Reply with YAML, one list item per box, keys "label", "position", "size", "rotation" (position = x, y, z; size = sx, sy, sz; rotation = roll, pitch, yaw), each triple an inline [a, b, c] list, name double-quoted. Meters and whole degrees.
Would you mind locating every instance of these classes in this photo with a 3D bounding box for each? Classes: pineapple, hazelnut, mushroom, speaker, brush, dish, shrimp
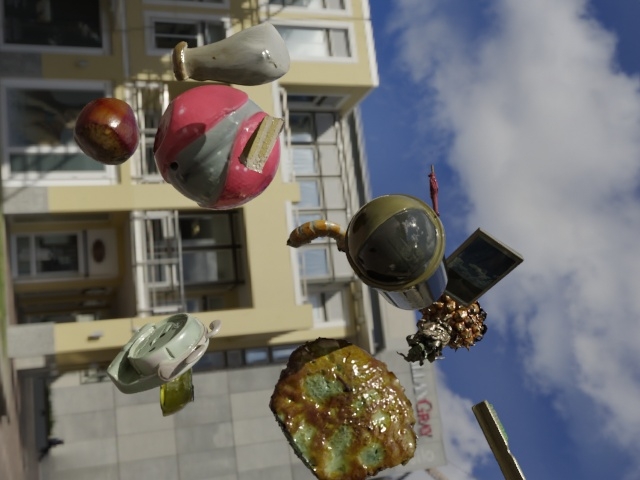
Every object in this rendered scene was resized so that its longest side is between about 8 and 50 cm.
- label: "pineapple"
  position: [0.379, 0.304, 2.420]
  size: [0.263, 0.272, 0.262]
  rotation: [20, -56, 32]
- label: "hazelnut"
  position: [-0.628, -0.333, 2.185]
  size: [0.208, 0.208, 0.208]
  rotation: [177, -90, -70]
- label: "mushroom"
  position: [-0.171, -0.346, 1.418]
  size: [0.093, 0.225, 0.116]
  rotation: [81, -7, -80]
- label: "speaker"
  position: [-0.233, -0.208, 1.691]
  size: [0.294, 0.294, 0.294]
  rotation: [177, -90, -70]
- label: "brush"
  position: [0.493, 0.568, 1.970]
  size: [0.054, 0.048, 0.282]
  rotation: [-38, -120, 29]
- label: "dish"
  position: [-0.353, 0.358, 1.806]
  size: [0.207, 0.080, 0.148]
  rotation: [126, -39, -75]
- label: "shrimp"
  position: [0.000, 0.000, 2.040]
  size: [0.161, 0.166, 0.049]
  rotation: [-26, -129, 22]

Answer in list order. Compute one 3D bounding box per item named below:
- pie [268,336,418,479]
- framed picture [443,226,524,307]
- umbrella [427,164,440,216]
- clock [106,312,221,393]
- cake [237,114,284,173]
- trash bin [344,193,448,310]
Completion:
- label: "pie"
  position: [0.054, 0.389, 1.669]
  size: [0.354, 0.288, 0.103]
  rotation: [51, -17, 13]
- label: "framed picture"
  position: [0.472, 0.088, 2.262]
  size: [0.260, 0.189, 0.023]
  rotation: [-46, -158, 30]
- label: "umbrella"
  position: [0.338, -0.144, 2.177]
  size: [0.025, 0.027, 0.165]
  rotation: [24, 61, -82]
- label: "clock"
  position: [-0.263, 0.186, 1.262]
  size: [0.062, 0.191, 0.151]
  rotation: [60, 30, -19]
- label: "cake"
  position: [-0.122, -0.206, 1.508]
  size: [0.121, 0.052, 0.065]
  rotation: [-63, -158, 11]
- label: "trash bin"
  position: [0.172, 0.028, 1.595]
  size: [0.334, 0.214, 0.214]
  rotation: [57, 18, -62]
